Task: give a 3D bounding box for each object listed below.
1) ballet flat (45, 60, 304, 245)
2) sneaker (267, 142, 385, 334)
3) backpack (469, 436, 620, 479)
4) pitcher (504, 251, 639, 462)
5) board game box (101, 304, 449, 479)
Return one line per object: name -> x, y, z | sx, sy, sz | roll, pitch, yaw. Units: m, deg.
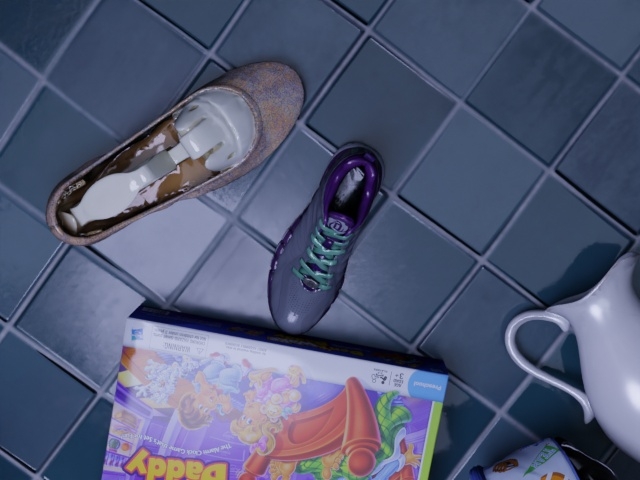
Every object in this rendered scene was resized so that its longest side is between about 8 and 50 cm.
ballet flat -> -0.153, -0.084, 1.199 | 0.316, 0.106, 0.107 | -34, 95, 4
sneaker -> 0.000, 0.000, 1.209 | 0.083, 0.098, 0.223 | 22, 96, -1
backpack -> 0.240, 0.342, 1.172 | 0.213, 0.276, 0.263 | -16, 71, 1
pitcher -> 0.311, 0.141, 1.219 | 0.178, 0.125, 0.207 | -31, 84, 25
board game box -> -0.053, 0.219, 1.246 | 0.347, 0.078, 0.233 | 10, 97, 0
